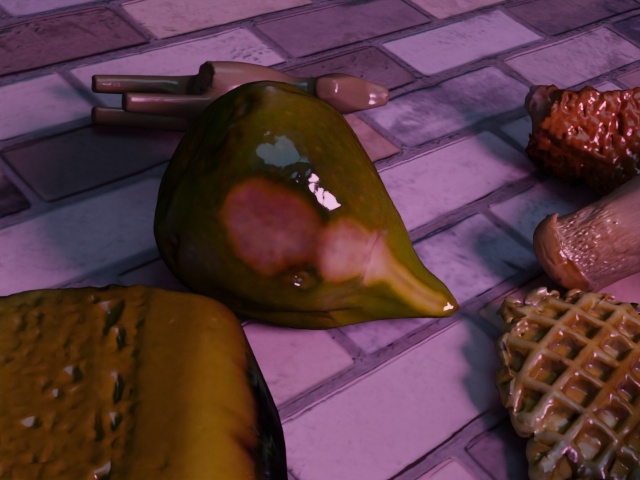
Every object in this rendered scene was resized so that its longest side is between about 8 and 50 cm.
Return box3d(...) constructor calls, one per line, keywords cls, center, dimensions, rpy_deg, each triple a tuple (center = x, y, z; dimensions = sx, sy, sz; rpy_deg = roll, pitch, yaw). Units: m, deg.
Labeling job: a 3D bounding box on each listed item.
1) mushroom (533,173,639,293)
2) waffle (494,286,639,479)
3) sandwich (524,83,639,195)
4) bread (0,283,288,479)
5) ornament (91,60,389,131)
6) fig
box3d(cls="mushroom", center=(0.365, -0.048, 0.920), dimensions=(0.351, 0.123, 0.095), rpy_deg=(-24, 64, 3))
box3d(cls="waffle", center=(0.248, 0.127, 0.834), dimensions=(0.214, 0.054, 0.208), rpy_deg=(8, 44, -13))
box3d(cls="sandwich", center=(0.368, -0.111, 1.070), dimensions=(0.301, 0.162, 0.250), rpy_deg=(16, 35, -4))
box3d(cls="bread", center=(-0.136, 0.193, 0.509), dimensions=(0.251, 0.208, 0.377), rpy_deg=(-1, 42, -9))
box3d(cls="ornament", center=(-0.079, -0.138, 0.941), dimensions=(0.244, 0.061, 0.230), rpy_deg=(-1, 2, -23))
box3d(cls="fig", center=(0.000, 0.000, 0.826), dimensions=(0.275, 0.206, 0.206), rpy_deg=(31, 35, -22))
